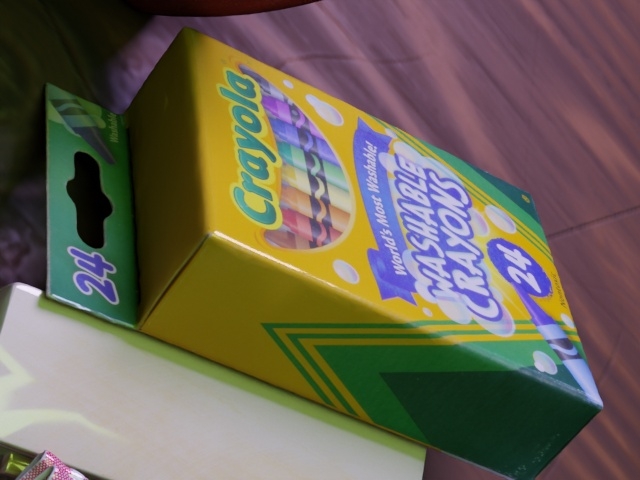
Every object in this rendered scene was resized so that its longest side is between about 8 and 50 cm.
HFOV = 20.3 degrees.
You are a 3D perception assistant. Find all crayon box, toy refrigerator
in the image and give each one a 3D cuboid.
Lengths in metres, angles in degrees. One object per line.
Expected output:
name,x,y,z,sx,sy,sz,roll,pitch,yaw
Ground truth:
crayon box,0.000,0.000,1.049,0.323,0.083,0.203,23,32,-25
toy refrigerator,-0.083,0.122,1.005,0.270,0.102,0.094,25,64,-26

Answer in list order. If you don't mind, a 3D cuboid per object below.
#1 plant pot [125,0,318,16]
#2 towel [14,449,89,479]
plant pot,-0.078,-0.283,1.042,0.267,0.236,0.267,37,59,-20
towel,-0.115,0.210,0.948,0.197,0.144,0.029,40,19,-19
